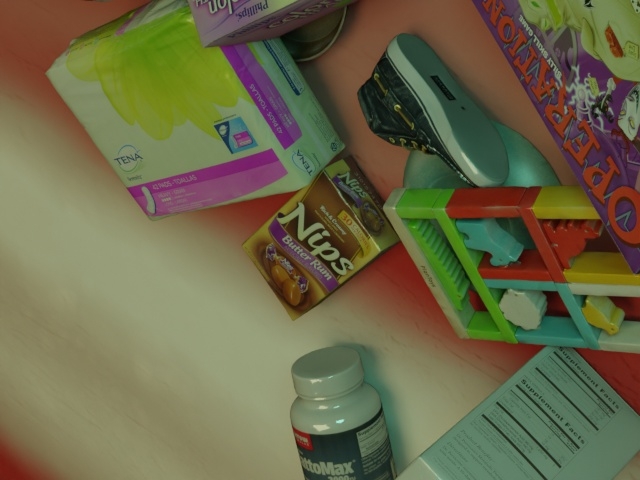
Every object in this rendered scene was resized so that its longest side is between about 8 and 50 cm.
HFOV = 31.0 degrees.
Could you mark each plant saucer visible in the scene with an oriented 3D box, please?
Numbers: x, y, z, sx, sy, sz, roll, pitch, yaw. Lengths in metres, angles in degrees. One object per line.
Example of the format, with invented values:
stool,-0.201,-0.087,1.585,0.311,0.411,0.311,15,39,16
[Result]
plant saucer,0.150,-0.024,1.133,0.195,0.037,0.194,23,127,34
plant saucer,-0.031,-0.267,1.173,0.168,0.029,0.168,21,125,33

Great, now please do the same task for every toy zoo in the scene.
toy zoo,0.218,0.028,1.042,0.293,0.030,0.192,1,137,40

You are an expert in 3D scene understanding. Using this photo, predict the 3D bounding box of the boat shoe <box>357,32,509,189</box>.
boat shoe,0.105,-0.104,1.094,0.083,0.065,0.183,-52,58,39

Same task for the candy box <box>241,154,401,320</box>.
candy box,0.000,0.000,1.276,0.109,0.053,0.187,55,136,6

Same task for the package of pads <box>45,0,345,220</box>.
package of pads,-0.147,-0.149,1.256,0.297,0.101,0.229,-10,120,47

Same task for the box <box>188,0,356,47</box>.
box,-0.035,-0.326,1.043,0.214,0.117,0.242,-16,92,42

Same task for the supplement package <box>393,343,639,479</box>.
supplement package,0.178,0.222,1.090,0.134,0.244,0.139,47,137,13

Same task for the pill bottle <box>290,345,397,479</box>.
pill bottle,0.023,0.220,1.336,0.108,0.108,0.180,4,115,42

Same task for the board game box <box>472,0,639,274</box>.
board game box,0.210,-0.170,0.871,0.208,0.056,0.346,106,142,-61
